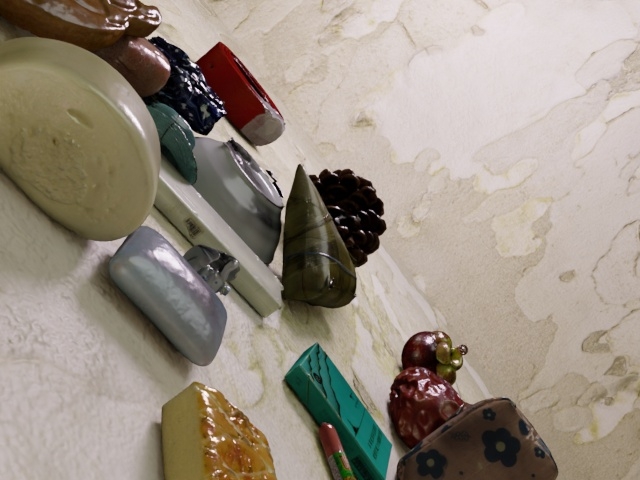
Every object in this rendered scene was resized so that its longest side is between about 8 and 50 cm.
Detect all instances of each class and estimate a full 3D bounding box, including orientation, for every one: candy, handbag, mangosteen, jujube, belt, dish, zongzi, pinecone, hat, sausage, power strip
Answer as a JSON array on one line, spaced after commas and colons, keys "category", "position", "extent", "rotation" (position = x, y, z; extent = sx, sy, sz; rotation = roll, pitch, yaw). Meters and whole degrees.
[{"category": "candy", "position": [-0.184, 0.065, 0.920], "extent": [0.174, 0.071, 0.138], "rotation": [51, 11, -15]}, {"category": "handbag", "position": [-0.294, -0.321, 1.488], "extent": [0.162, 0.113, 0.260], "rotation": [41, 3, -45]}, {"category": "mangosteen", "position": [0.304, 0.306, 1.917], "extent": [0.146, 0.181, 0.155], "rotation": [18, 56, -70]}, {"category": "jujube", "position": [0.221, 0.352, 1.547], "extent": [0.155, 0.155, 0.230], "rotation": [51, 1, -12]}, {"category": "belt", "position": [-0.233, -0.417, 2.129], "extent": [0.324, 0.115, 0.227], "rotation": [53, 13, 10]}, {"category": "dish", "position": [-0.159, -0.104, 1.467], "extent": [0.316, 0.106, 0.316], "rotation": [50, 12, -14]}, {"category": "zongzi", "position": [0.000, 0.000, 1.539], "extent": [0.251, 0.125, 0.274], "rotation": [33, 51, -69]}, {"category": "pinecone", "position": [0.037, -0.035, 1.755], "extent": [0.246, 0.246, 0.292], "rotation": [49, 22, -22]}, {"category": "hat", "position": [-0.264, -0.183, 1.260], "extent": [0.191, 0.078, 0.138], "rotation": [47, -19, -21]}, {"category": "sausage", "position": [0.038, 0.352, 1.066], "extent": [0.029, 0.029, 0.223], "rotation": [43, 15, -43]}, {"category": "power strip", "position": [-0.181, -0.008, 1.240], "extent": [0.367, 0.043, 0.106], "rotation": [49, 12, -20]}, {"category": "handbag", "position": [0.260, 0.401, 1.300], "extent": [0.190, 0.251, 0.193], "rotation": [56, -6, 15]}]

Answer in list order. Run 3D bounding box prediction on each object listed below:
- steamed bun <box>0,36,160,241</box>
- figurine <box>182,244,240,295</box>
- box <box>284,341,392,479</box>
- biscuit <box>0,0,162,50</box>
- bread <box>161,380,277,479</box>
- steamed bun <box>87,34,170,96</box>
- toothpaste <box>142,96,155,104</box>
[{"category": "steamed bun", "position": [-0.289, -0.137, 0.892], "extent": [0.250, 0.155, 0.200], "rotation": [51, 11, -26]}, {"category": "figurine", "position": [-0.156, 0.048, 1.051], "extent": [0.086, 0.094, 0.082], "rotation": [54, 21, -31]}, {"category": "box", "position": [0.035, 0.286, 1.228], "extent": [0.226, 0.042, 0.161], "rotation": [54, 10, 1]}, {"category": "biscuit", "position": [-0.418, -0.455, 1.220], "extent": [0.350, 0.070, 0.394], "rotation": [24, 36, -30]}, {"category": "bread", "position": [-0.095, 0.247, 0.737], "extent": [0.125, 0.068, 0.188], "rotation": [46, 13, -33]}, {"category": "steamed bun", "position": [-0.370, -0.340, 1.348], "extent": [0.175, 0.106, 0.145], "rotation": [45, 10, 36]}, {"category": "toothpaste", "position": [-0.336, -0.271, 1.480], "extent": [0.083, 0.019, 0.027], "rotation": [51, 21, 16]}]
